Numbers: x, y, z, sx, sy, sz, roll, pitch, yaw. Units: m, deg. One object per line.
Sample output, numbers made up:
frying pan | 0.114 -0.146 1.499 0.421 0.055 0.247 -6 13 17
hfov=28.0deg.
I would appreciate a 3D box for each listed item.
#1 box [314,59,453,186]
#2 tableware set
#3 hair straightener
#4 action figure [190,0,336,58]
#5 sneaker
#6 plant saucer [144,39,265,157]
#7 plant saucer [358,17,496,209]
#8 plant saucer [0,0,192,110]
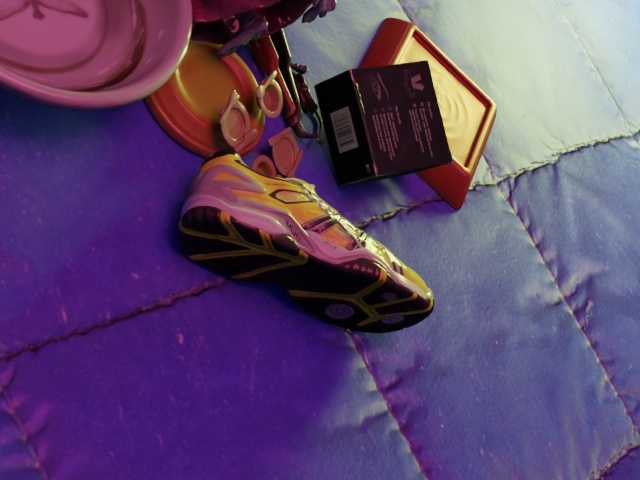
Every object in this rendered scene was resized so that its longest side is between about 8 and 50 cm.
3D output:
box | 0.092 -0.169 1.863 0.158 0.093 0.156 -12 88 -38
tableware set | -0.076 -0.138 1.735 0.141 0.020 0.169 -53 128 -45
hair straightener | -0.038 -0.242 1.860 0.089 0.047 0.230 -15 75 -47
action figure | -0.141 -0.447 1.733 0.248 0.276 0.370 -18 80 -45
sneaker | 0.000 0.000 1.666 0.384 0.145 0.147 29 48 -29
plant saucer | -0.152 -0.203 1.736 0.200 0.037 0.200 23 51 -32
plant saucer | 0.176 -0.217 2.047 0.259 0.048 0.258 41 43 -14
plant saucer | -0.351 -0.316 1.566 0.400 0.100 0.400 21 53 -30
